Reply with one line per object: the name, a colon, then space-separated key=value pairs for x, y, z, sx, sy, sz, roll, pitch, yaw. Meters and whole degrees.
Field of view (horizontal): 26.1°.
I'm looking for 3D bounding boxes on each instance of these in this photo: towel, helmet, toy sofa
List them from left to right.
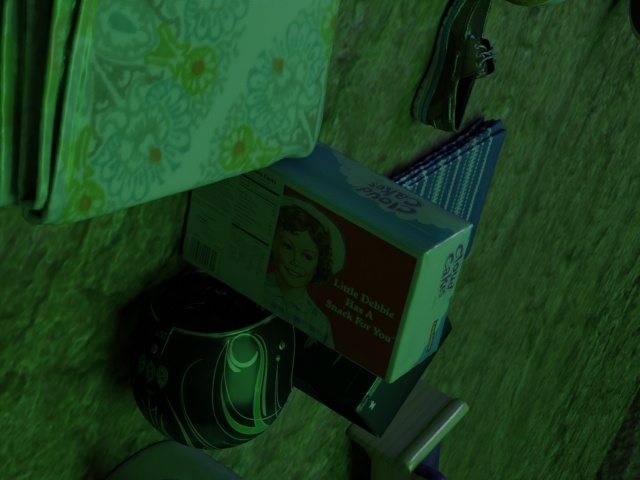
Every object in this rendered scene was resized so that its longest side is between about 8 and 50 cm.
towel: x=-0.107 y=-0.195 z=1.106 sx=0.374 sy=0.090 sz=0.321 roll=-20 pitch=130 yaw=-49
helmet: x=-0.108 y=0.130 z=1.386 sx=0.169 sy=0.169 sz=0.162 roll=-29 pitch=131 yaw=-47
towel: x=0.114 y=-0.010 z=1.787 sx=0.336 sy=0.040 sz=0.243 roll=-31 pitch=144 yaw=-42
toy sofa: x=0.148 y=0.387 z=2.093 sx=0.150 sy=0.177 sz=0.363 roll=-41 pitch=148 yaw=-33

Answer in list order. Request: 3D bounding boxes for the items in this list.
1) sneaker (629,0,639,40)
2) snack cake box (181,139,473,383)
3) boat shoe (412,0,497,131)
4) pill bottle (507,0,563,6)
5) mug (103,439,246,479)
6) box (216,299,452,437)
sneaker: x=0.502 y=-0.433 z=1.960 sx=0.147 sy=0.104 sz=0.296 roll=24 pitch=90 yaw=-62
snack cake box: x=0.000 y=0.000 z=1.317 sx=0.089 sy=0.264 sz=0.152 roll=-29 pitch=141 yaw=-48
boat shoe: x=0.173 y=-0.214 z=1.630 sx=0.066 sy=0.066 sz=0.183 roll=-18 pitch=132 yaw=-55
pill bottle: x=0.226 y=-0.328 z=1.546 sx=0.118 sy=0.117 sz=0.208 roll=-63 pitch=154 yaw=8
mug: x=-0.101 y=0.386 z=1.467 sx=0.276 sy=0.328 sz=0.374 roll=-43 pitch=150 yaw=-30
box: x=0.014 y=0.093 z=1.504 sx=0.153 sy=0.207 sz=0.108 roll=-54 pitch=154 yaw=-11
